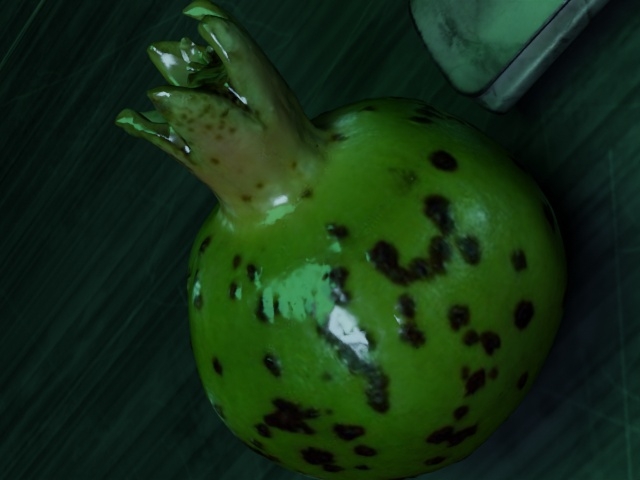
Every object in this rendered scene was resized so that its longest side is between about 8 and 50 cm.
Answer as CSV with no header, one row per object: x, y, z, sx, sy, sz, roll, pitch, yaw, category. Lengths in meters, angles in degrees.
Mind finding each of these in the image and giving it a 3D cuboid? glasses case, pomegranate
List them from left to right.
-0.004,0.016,0.838,0.231,0.286,0.231,-50,27,38,pomegranate
0.171,-0.215,0.858,0.299,0.060,0.114,-49,49,29,glasses case
